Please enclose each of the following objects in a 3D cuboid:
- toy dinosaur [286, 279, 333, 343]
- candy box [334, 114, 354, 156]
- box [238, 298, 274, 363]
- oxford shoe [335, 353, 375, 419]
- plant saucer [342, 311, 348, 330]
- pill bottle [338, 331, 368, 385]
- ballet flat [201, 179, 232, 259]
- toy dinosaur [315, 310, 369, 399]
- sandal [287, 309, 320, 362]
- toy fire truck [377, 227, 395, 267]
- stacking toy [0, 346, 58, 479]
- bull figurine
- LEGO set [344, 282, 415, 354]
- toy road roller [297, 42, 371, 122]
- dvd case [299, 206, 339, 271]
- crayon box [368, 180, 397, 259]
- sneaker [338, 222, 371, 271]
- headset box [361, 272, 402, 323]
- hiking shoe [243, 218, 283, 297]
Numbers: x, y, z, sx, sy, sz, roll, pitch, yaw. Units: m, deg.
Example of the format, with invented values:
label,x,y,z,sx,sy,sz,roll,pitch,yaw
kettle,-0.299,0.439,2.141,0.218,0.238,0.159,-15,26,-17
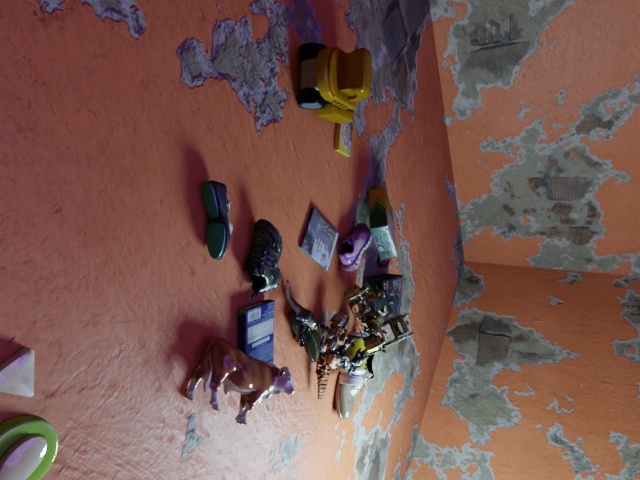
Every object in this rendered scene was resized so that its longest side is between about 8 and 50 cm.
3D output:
label,x,y,z,sx,sy,sz,roll,pitch,yaw
toy dinosaur,-0.058,0.268,1.386,0.268,0.064,0.118,52,36,-23
candy box,0.098,-0.450,1.648,0.105,0.027,0.206,8,87,-56
box,-0.193,0.302,1.243,0.136,0.036,0.225,-9,102,-58
oxford shoe,0.159,0.606,1.787,0.123,0.130,0.348,41,59,-54
plant saucer,0.098,0.348,1.765,0.083,0.013,0.084,-15,107,-58
pill bottle,0.135,0.494,1.722,0.119,0.119,0.209,33,59,-56
ballet flat,-0.257,-0.054,1.059,0.074,0.074,0.203,-21,109,-57
toy dinosaur,0.046,0.439,1.589,0.218,0.164,0.322,27,100,-50
sandal,-0.065,0.337,1.453,0.219,0.060,0.090,59,37,-24
toy fire truck,0.337,0.032,2.096,0.192,0.047,0.135,-55,138,-39
stacking toy,-0.519,0.330,0.603,0.279,0.130,0.309,-21,112,-57
bull figurine,-0.209,0.388,1.121,0.310,0.101,0.188,41,57,-29
LEGO set,0.256,0.306,1.705,0.255,0.192,0.331,40,26,-57
toy road roller,0.083,-0.535,1.401,0.329,0.240,0.203,-5,98,-59
dvd case,0.000,0.000,1.550,0.221,0.018,0.165,45,55,-52
crayon box,0.285,-0.097,1.888,0.323,0.083,0.203,-84,157,-46
sneaker,0.139,0.009,1.721,0.104,0.095,0.236,53,50,-38
headset box,0.314,0.281,2.027,0.293,0.110,0.218,-1,94,-59
hiking shoe,-0.171,0.053,1.200,0.114,0.086,0.227,-30,120,-58
